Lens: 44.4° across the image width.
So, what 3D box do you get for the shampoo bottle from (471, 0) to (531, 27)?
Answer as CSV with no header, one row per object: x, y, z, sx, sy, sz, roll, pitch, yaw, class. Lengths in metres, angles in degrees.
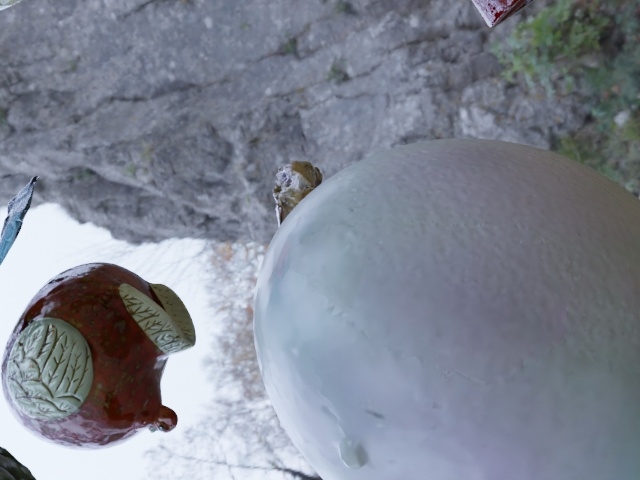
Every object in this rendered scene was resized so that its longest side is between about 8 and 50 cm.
0.117,-0.356,0.729,0.076,0.118,0.314,-35,-90,-38,shampoo bottle

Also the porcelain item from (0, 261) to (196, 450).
-0.269,0.161,1.002,0.253,0.252,0.253,49,-148,-47,porcelain item

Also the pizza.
0.000,0.000,0.911,0.305,0.085,0.161,76,-175,-71,pizza

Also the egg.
0.098,0.072,0.653,0.339,0.354,0.355,24,-131,-32,egg

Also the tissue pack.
-0.427,-0.022,1.084,0.027,0.138,0.085,20,-146,-22,tissue pack

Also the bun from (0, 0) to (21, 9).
-0.306,-0.302,0.652,0.222,0.127,0.223,-18,-60,-35,bun

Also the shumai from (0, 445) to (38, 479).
-0.218,0.307,0.482,0.288,0.292,0.330,38,-160,-17,shumai
